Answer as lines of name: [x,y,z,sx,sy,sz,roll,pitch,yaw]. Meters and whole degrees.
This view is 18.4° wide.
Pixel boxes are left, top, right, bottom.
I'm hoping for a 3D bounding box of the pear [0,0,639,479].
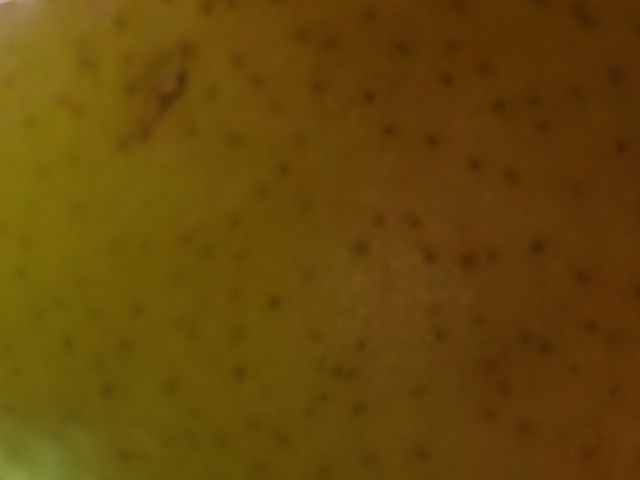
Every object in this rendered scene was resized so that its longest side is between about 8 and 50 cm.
pear: [0.000,0.000,0.647,0.418,0.362,0.362,-45,1,19]
